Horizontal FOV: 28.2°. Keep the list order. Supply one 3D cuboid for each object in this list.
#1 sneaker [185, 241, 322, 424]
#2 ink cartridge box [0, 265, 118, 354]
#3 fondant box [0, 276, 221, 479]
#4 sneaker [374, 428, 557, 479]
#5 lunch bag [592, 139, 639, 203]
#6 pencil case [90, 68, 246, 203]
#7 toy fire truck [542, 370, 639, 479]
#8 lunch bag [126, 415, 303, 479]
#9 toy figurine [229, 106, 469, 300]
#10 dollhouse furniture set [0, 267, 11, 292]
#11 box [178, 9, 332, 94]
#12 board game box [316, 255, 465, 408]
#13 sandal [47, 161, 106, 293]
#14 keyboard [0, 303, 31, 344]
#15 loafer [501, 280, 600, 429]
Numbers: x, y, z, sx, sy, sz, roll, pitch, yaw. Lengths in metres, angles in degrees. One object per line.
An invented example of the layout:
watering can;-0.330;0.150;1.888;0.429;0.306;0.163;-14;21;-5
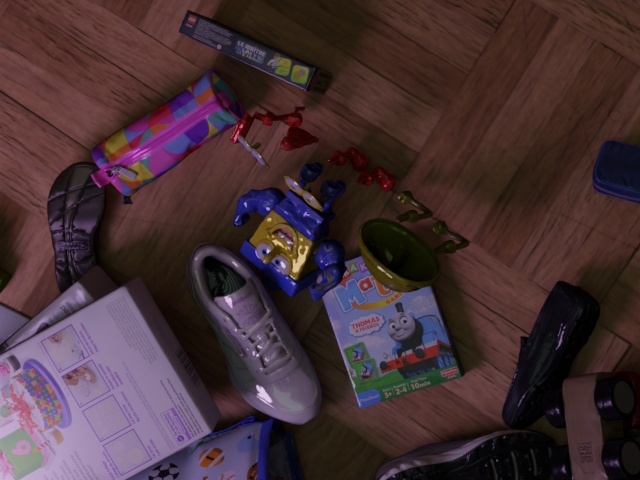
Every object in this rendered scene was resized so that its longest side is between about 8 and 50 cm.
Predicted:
sneaker;-0.103;0.135;1.830;0.114;0.152;0.305;-34;85;-9
ink cartridge box;-0.383;0.203;1.907;0.273;0.114;0.197;-39;95;13
fondant box;-0.343;0.234;1.796;0.330;0.096;0.238;-29;95;6
sneaker;0.202;0.317;1.805;0.271;0.108;0.100;-12;103;-4
lunch bag;0.426;-0.092;1.748;0.098;0.065;0.067;18;81;12
pencil case;-0.225;-0.155;1.876;0.236;0.104;0.104;-34;85;11
toy fire truck;0.449;0.289;1.732;0.158;0.246;0.217;-19;70;46
lunch bag;-0.173;0.466;1.817;0.328;0.239;0.385;-19;57;12
toy figurine;0.000;0.000;1.813;0.362;0.191;0.217;39;122;15
dollhouse furniture set;-0.648;0.125;1.942;0.197;0.151;0.301;36;95;10
box;-0.092;-0.270;1.831;0.207;0.114;0.036;26;98;11
board game box;0.099;0.119;1.846;0.160;0.039;0.211;-19;88;14
sandal;-0.364;-0.016;1.938;0.090;0.060;0.219;1;108;3
keyboard;-0.558;0.113;2.011;0.256;0.014;0.072;25;93;10
loafer;0.313;0.162;1.790;0.078;0.076;0.223;40;111;45
